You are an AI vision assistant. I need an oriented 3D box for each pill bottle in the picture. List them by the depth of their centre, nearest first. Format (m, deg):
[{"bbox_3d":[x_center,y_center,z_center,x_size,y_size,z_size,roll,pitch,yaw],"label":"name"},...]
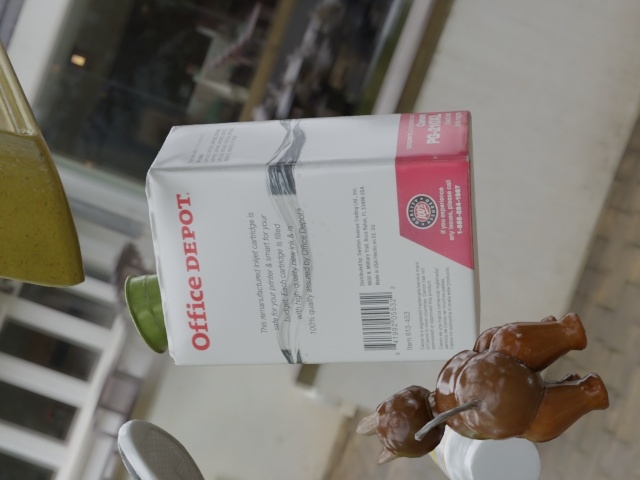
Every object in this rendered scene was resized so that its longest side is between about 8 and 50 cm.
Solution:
[{"bbox_3d":[0.200,0.252,1.878,0.208,0.118,0.117,-141,71,-80],"label":"pill bottle"}]

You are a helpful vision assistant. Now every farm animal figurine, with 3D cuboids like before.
[{"bbox_3d":[0.100,0.221,0.749,0.327,0.172,0.330,-123,13,-66],"label":"farm animal figurine"}]

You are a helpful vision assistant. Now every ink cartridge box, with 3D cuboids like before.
[{"bbox_3d":[0.000,0.000,1.167,0.100,0.237,0.171,-78,-16,-63],"label":"ink cartridge box"}]

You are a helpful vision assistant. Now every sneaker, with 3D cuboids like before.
[{"bbox_3d":[-0.194,0.328,1.768,0.104,0.147,0.295,-95,-21,-49],"label":"sneaker"}]

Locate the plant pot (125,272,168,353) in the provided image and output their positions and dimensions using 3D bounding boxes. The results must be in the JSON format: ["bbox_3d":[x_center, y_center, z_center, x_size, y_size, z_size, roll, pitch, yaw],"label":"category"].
[{"bbox_3d":[-0.135,0.058,1.487,0.083,0.079,0.083,-23,-90,-78],"label":"plant pot"}]

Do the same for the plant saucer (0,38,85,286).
[{"bbox_3d":[-0.331,-0.115,1.035,0.081,0.333,0.333,-62,34,21],"label":"plant saucer"}]
